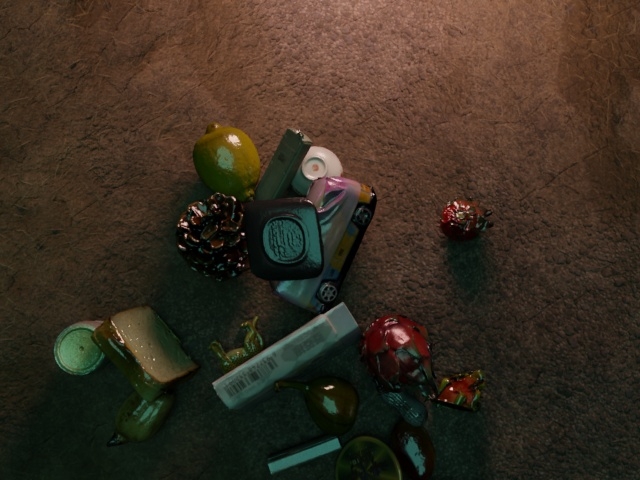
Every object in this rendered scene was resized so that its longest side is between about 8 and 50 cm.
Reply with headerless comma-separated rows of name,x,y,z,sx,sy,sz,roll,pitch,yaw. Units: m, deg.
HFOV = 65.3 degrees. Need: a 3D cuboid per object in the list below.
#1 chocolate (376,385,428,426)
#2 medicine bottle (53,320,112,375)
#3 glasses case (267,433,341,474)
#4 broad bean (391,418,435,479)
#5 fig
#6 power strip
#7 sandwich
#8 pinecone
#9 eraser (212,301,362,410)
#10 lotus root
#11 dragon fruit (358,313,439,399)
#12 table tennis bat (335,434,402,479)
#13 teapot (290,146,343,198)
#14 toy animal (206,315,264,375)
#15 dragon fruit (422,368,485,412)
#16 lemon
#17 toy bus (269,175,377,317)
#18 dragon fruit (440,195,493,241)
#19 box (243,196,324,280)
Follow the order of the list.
chocolate,0.226,0.445,1.388,0.167,0.072,0.072,41,85,26
medicine bottle,-0.646,0.297,1.395,0.148,0.143,0.147,0,85,-4
glasses case,-0.043,0.588,1.391,0.205,0.071,0.047,-19,80,-1
broad bean,0.255,0.578,1.380,0.114,0.084,0.165,-23,77,-19
fig,-0.019,0.423,1.351,0.259,0.151,0.151,26,84,-13
power strip,-0.113,-0.199,1.429,0.078,0.052,0.272,44,118,24
sandwich,-0.470,0.303,1.355,0.251,0.226,0.087,45,100,8
pinecone,-0.280,-0.006,1.375,0.244,0.257,0.243,1,87,-15
eraser,-0.075,0.322,1.361,0.397,0.213,0.082,-32,68,-2
lotus root,-0.496,0.485,1.383,0.125,0.118,0.221,38,85,4
dragon fruit,0.216,0.311,1.346,0.274,0.192,0.193,38,125,35
table tennis bat,0.143,0.688,1.330,0.199,0.050,0.320,-27,61,24
teapot,-0.027,-0.205,1.471,0.246,0.116,0.159,33,96,10
toy animal,-0.225,0.317,1.432,0.181,0.073,0.136,-32,92,-15
dragon fruit,0.383,0.426,1.390,0.175,0.138,0.142,-44,108,-24
lemon,-0.263,-0.217,1.432,0.184,0.184,0.248,-25,92,-2
toy bus,0.000,0.000,1.365,0.162,0.171,0.386,24,91,-23
dragon fruit,0.409,-0.063,1.436,0.142,0.121,0.130,-12,90,-25
box,-0.095,-0.002,1.271,0.201,0.042,0.212,-5,89,6
